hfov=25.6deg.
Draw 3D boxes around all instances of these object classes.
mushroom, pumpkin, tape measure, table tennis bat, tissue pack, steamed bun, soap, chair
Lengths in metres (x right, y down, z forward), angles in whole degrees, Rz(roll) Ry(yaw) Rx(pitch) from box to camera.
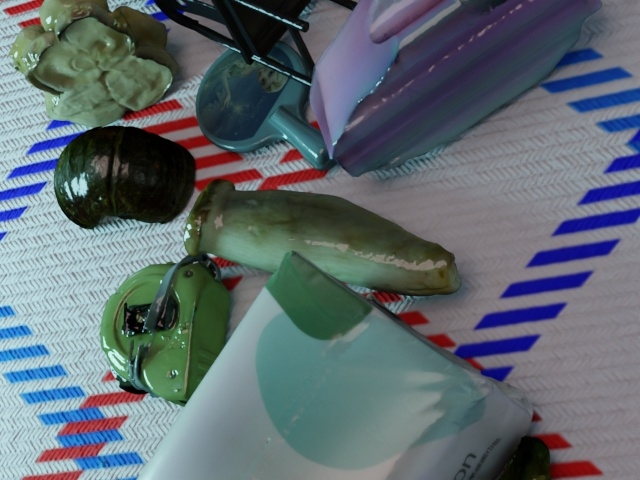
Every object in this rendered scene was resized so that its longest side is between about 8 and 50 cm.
[{"bbox_3d":[0.001,-0.003,1.527,0.333,0.087,0.107,8,49,25],"label":"mushroom"},{"bbox_3d":[-0.255,-0.080,1.695,0.183,0.108,0.119,-8,73,29],"label":"pumpkin"},{"bbox_3d":[-0.176,0.100,1.589,0.154,0.087,0.177,-3,68,29],"label":"tape measure"},{"bbox_3d":[-0.058,-0.152,1.652,0.149,0.038,0.237,-48,54,-1],"label":"table tennis bat"},{"bbox_3d":[-0.001,0.228,1.376,0.266,0.194,0.356,34,90,33],"label":"tissue pack"},{"bbox_3d":[-0.286,-0.230,1.738,0.192,0.177,0.106,-37,48,28],"label":"steamed bun"},{"bbox_3d":[0.128,-0.204,1.473,0.324,0.193,0.109,-35,56,14],"label":"soap"},{"bbox_3d":[-0.062,-0.286,1.625,0.260,0.154,0.141,29,72,32],"label":"chair"}]

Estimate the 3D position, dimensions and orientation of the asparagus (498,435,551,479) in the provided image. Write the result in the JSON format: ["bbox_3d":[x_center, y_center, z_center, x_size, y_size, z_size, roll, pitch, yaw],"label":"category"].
[{"bbox_3d":[0.151,0.367,1.287,0.382,0.108,0.128,-64,20,-6],"label":"asparagus"}]
